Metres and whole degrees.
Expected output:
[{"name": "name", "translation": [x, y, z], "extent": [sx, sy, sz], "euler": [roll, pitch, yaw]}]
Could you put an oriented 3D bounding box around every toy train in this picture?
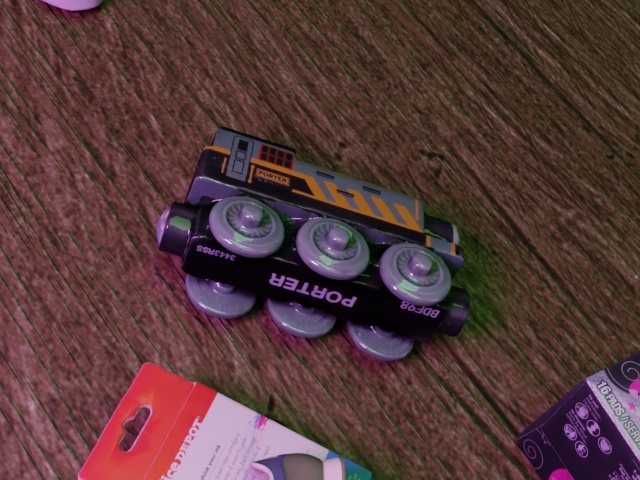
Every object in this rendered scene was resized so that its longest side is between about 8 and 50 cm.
[{"name": "toy train", "translation": [0.000, 0.000, 1.030], "extent": [0.334, 0.142, 0.190], "euler": [16, 44, -9]}]

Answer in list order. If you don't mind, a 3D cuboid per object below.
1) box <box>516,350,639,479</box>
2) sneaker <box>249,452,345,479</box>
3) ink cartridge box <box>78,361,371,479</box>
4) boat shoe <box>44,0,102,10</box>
[{"name": "box", "translation": [0.342, 0.245, 0.963], "extent": [0.142, 0.163, 0.247], "euler": [-20, 66, -28]}, {"name": "sneaker", "translation": [-0.031, 0.262, 0.788], "extent": [0.086, 0.064, 0.192], "euler": [9, 57, -5]}, {"name": "ink cartridge box", "translation": [-0.088, 0.223, 0.875], "extent": [0.231, 0.078, 0.134], "euler": [28, 53, -1]}, {"name": "boat shoe", "translation": [-0.343, -0.413, 1.198], "extent": [0.108, 0.102, 0.301], "euler": [-15, 63, -28]}]
